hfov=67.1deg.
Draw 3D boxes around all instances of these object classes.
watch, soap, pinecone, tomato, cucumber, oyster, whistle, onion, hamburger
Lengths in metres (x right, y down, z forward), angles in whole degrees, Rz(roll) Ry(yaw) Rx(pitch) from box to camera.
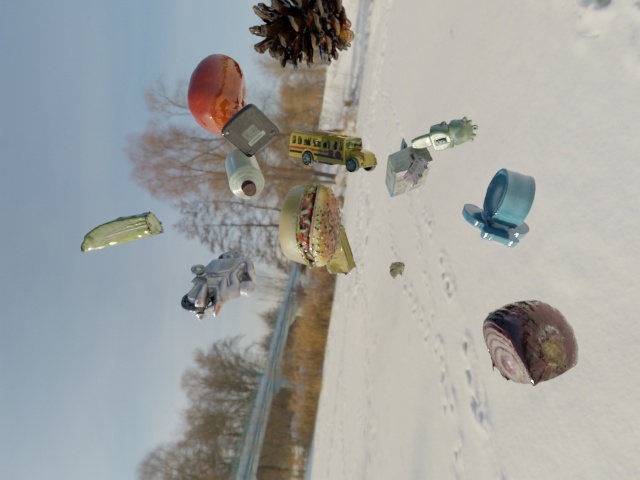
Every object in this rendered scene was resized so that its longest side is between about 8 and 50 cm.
[{"bbox_3d":[0.549,-0.105,1.423,0.211,0.211,0.193,-80,6,-59],"label":"watch"},{"bbox_3d":[0.070,0.043,2.248,0.076,0.135,0.233,-39,-60,-44],"label":"soap"},{"bbox_3d":[-0.084,-0.787,1.742,0.384,0.384,0.384,8,-90,-89],"label":"pinecone"},{"bbox_3d":[-0.325,-0.455,1.542,0.260,0.180,0.260,0,-90,-87],"label":"tomato"},{"bbox_3d":[-0.799,-0.035,1.929,0.145,0.325,0.105,-37,-70,-80],"label":"cucumber"},{"bbox_3d":[0.269,0.105,1.645,0.081,0.038,0.083,52,-145,-33],"label":"oyster"},{"bbox_3d":[0.448,-0.380,1.745,0.110,0.244,0.092,59,-142,-29],"label":"whistle"},{"bbox_3d":[0.556,0.253,1.270,0.216,0.206,0.207,137,111,-78],"label":"onion"},{"bbox_3d":[-0.022,-0.049,1.633,0.300,0.176,0.300,4,-90,-75],"label":"hamburger"}]

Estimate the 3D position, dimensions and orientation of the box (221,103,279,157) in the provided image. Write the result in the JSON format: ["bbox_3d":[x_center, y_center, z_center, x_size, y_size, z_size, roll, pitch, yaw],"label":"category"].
[{"bbox_3d":[-0.195,-0.304,1.337,0.125,0.126,0.027,37,-156,-40],"label":"box"}]

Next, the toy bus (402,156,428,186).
[{"bbox_3d":[0.293,-0.212,1.487,0.131,0.052,0.037,-52,-5,-46],"label":"toy bus"}]

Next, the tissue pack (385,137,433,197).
[{"bbox_3d":[0.336,-0.297,1.924,0.229,0.159,0.145,76,174,-71],"label":"tissue pack"}]

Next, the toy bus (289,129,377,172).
[{"bbox_3d":[0.043,-0.320,1.708,0.121,0.335,0.123,-15,-65,-46],"label":"toy bus"}]

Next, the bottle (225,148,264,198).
[{"bbox_3d":[-0.227,-0.195,1.448,0.245,0.104,0.104,-117,31,-59],"label":"bottle"}]

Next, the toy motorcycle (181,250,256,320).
[{"bbox_3d":[-0.252,0.114,1.304,0.260,0.171,0.110,-58,-26,-51],"label":"toy motorcycle"}]
